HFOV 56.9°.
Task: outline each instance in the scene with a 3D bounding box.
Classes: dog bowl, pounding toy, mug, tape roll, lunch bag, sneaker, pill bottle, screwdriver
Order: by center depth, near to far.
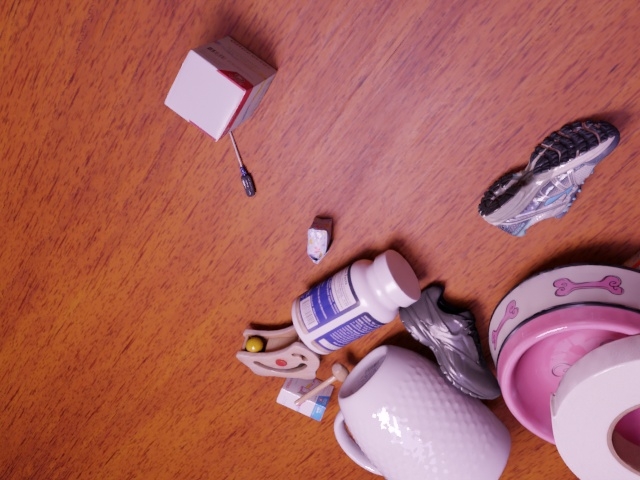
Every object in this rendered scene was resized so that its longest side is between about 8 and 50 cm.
[{"bbox_3d":[0.616,0.331,1.042,0.393,0.072,0.391,10,124,15],"label":"tape roll"},{"bbox_3d":[0.445,-0.113,1.126,0.122,0.110,0.283,36,124,-23],"label":"sneaker"},{"bbox_3d":[0.534,0.251,1.159,0.409,0.150,0.407,10,124,15],"label":"dog bowl"},{"bbox_3d":[0.302,0.221,1.291,0.286,0.109,0.130,48,111,6],"label":"sneaker"},{"bbox_3d":[0.078,0.135,1.309,0.265,0.153,0.153,-32,103,27],"label":"pill bottle"},{"bbox_3d":[-0.182,-0.176,1.310,0.025,0.024,0.169,-24,107,-5],"label":"screwdriver"},{"bbox_3d":[0.000,0.000,1.313,0.053,0.071,0.083,9,115,8],"label":"lunch bag"},{"bbox_3d":[0.184,0.432,1.364,0.328,0.276,0.374,45,130,-4],"label":"mug"},{"bbox_3d":[-0.073,0.289,1.406,0.270,0.154,0.154,0,138,16],"label":"pounding toy"}]

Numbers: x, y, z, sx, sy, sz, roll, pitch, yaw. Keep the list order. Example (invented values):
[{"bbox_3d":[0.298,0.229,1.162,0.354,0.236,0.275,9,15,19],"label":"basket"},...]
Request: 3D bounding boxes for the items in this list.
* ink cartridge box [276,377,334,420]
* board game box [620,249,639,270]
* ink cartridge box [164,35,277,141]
[{"bbox_3d":[-0.039,0.391,1.505,0.123,0.088,0.052,22,119,5],"label":"ink cartridge box"},{"bbox_3d":[0.700,0.051,1.146,0.147,0.045,0.193,36,121,-3],"label":"board game box"},{"bbox_3d":[-0.191,-0.302,1.162,0.128,0.176,0.127,36,122,-2],"label":"ink cartridge box"}]
